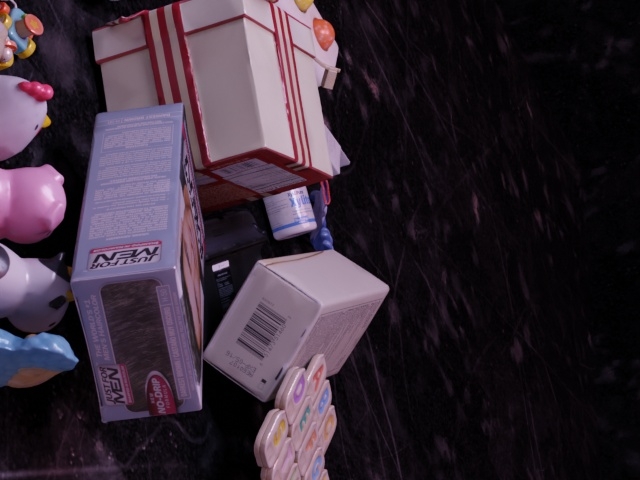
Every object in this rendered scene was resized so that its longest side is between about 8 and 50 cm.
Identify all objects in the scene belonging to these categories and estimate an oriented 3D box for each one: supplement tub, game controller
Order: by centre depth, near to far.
[{"bbox_3d":[-0.146,0.051,2.073,0.319,0.067,0.166,-19,106,-68],"label":"game controller"},{"bbox_3d":[-0.052,-0.059,2.347,0.071,0.071,0.107,-10,83,-68],"label":"supplement tub"}]

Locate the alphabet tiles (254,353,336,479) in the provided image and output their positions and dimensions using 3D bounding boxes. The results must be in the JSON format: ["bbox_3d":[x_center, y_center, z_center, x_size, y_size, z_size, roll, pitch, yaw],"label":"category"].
[{"bbox_3d":[-0.034,0.301,2.014,0.284,0.021,0.278,79,28,-45],"label":"alphabet tiles"}]

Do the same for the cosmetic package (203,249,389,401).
[{"bbox_3d":[-0.027,0.111,2.104,0.113,0.160,0.309,34,11,13],"label":"cosmetic package"}]

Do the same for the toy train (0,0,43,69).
[{"bbox_3d":[-0.374,-0.259,1.756,0.125,0.046,0.166,69,22,-10],"label":"toy train"}]

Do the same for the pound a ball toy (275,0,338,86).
[{"bbox_3d":[-0.067,-0.336,2.432,0.319,0.136,0.208,57,26,-32],"label":"pound a ball toy"}]

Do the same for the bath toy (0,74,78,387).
[{"bbox_3d":[-0.323,-0.025,1.596,0.151,0.129,0.348,36,41,-56],"label":"bath toy"}]

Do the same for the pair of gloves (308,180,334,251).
[{"bbox_3d":[0.000,0.000,2.395,0.159,0.023,0.198,103,-17,-60],"label":"pair of gloves"}]

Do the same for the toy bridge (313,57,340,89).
[{"bbox_3d":[-0.057,-0.285,2.368,0.026,0.188,0.063,-128,-128,-68],"label":"toy bridge"}]

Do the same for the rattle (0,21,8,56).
[{"bbox_3d":[-0.384,-0.231,1.573,0.130,0.143,0.199,54,31,-7],"label":"rattle"}]

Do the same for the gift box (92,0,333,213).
[{"bbox_3d":[-0.138,-0.200,2.001,0.276,0.255,0.258,29,50,-68],"label":"gift box"}]

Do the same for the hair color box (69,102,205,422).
[{"bbox_3d":[-0.197,0.013,1.718,0.374,0.113,0.185,-95,178,-58],"label":"hair color box"}]

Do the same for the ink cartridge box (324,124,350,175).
[{"bbox_3d":[-0.037,-0.143,2.397,0.181,0.104,0.061,52,30,-41],"label":"ink cartridge box"}]
